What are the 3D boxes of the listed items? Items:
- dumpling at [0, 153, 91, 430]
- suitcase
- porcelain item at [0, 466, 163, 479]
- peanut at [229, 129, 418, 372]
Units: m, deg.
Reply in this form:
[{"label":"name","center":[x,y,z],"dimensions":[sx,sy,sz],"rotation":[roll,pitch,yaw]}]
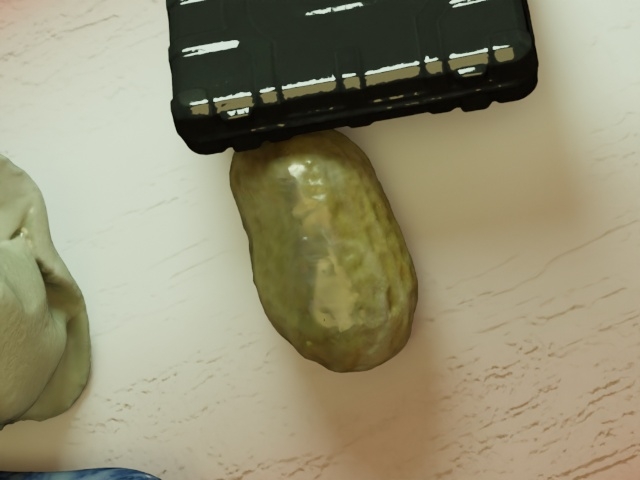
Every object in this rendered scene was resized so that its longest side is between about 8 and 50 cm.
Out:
[{"label":"dumpling","center":[-0.307,0.039,1.517],"dimensions":[0.187,0.318,0.243],"rotation":[19,95,35]},{"label":"suitcase","center":[0.020,-0.179,1.525],"dimensions":[0.285,0.066,0.206],"rotation":[-10,56,6]},{"label":"porcelain item","center":[-0.210,0.247,1.569],"dimensions":[0.259,0.141,0.141],"rotation":[9,92,14]},{"label":"peanut","center":[0.000,0.000,1.546],"dimensions":[0.129,0.129,0.224],"rotation":[-17,79,6]}]
